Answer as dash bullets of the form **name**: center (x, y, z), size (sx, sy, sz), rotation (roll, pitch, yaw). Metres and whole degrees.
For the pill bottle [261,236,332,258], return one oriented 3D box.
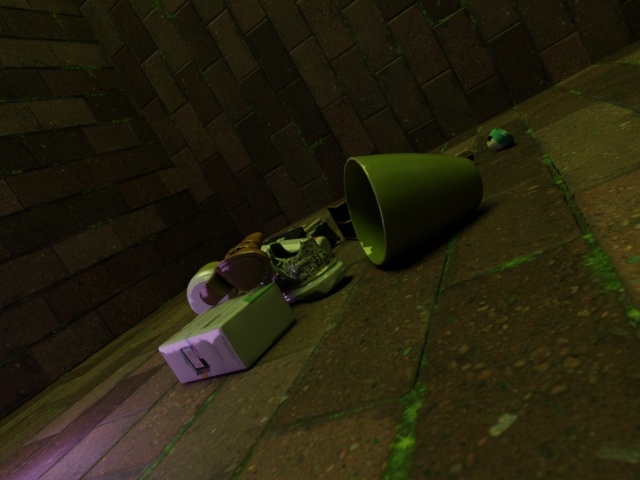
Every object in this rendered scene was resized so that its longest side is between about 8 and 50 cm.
- **pill bottle**: center (-0.083, 0.056, 1.449), size (0.221, 0.121, 0.121), rotation (-6, 17, 22)

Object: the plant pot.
- **plant pot**: center (0.243, -0.109, 1.148), size (0.293, 0.274, 0.275), rotation (-16, 5, -9)

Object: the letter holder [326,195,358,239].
- **letter holder**: center (0.210, -0.140, 1.744), size (0.302, 0.152, 0.214), rotation (-31, 10, -10)

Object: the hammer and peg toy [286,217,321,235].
- **hammer and peg toy**: center (-0.123, 0.033, 1.956), size (0.266, 0.127, 0.361), rotation (-31, 8, -23)

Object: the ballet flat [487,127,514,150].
- **ballet flat**: center (0.721, -0.402, 1.844), size (0.087, 0.083, 0.247), rotation (-53, -1, 22)

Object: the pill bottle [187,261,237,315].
- **pill bottle**: center (-0.417, 0.193, 1.791), size (0.188, 0.188, 0.334), rotation (-31, 8, -4)

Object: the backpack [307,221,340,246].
- **backpack**: center (0.000, 0.000, 1.812), size (0.114, 0.105, 0.084), rotation (-35, -13, -28)

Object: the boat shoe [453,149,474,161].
- **boat shoe**: center (0.524, -0.279, 1.800), size (0.207, 0.073, 0.073), rotation (-33, 45, 1)

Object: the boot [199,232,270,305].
- **boot**: center (-0.196, 0.052, 1.247), size (0.283, 0.109, 0.220), rotation (-41, 11, 40)

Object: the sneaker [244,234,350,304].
- **sneaker**: center (-0.104, 0.087, 1.321), size (0.410, 0.182, 0.158), rotation (-24, 10, 41)

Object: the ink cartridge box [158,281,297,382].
- **ink cartridge box**: center (-0.229, 0.229, 1.118), size (0.278, 0.117, 0.201), rotation (-24, 9, 39)

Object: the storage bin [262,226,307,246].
- **storage bin**: center (-0.133, 0.034, 1.663), size (0.180, 0.084, 0.122), rotation (-21, 21, 23)
